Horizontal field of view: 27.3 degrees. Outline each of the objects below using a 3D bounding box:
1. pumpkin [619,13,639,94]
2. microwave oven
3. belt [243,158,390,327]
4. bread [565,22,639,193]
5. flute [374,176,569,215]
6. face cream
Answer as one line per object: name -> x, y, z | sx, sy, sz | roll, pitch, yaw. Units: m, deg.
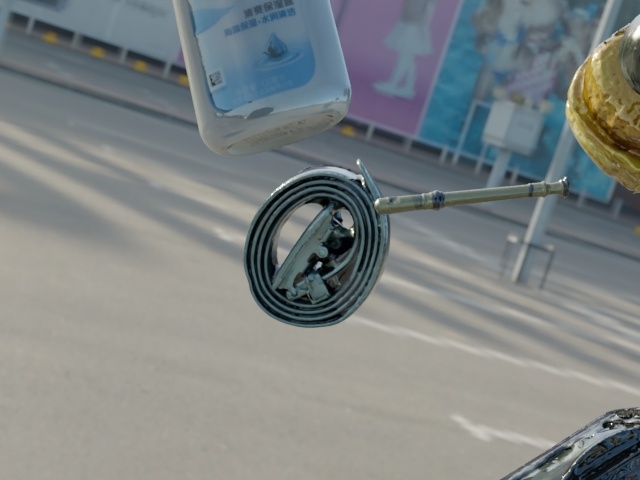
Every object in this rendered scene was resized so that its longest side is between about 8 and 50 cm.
pumpkin -> 0.398, -0.195, 1.367 | 0.167, 0.125, 0.167 | 15, 16, -4
microwave oven -> 0.266, 0.286, 1.287 | 0.247, 0.188, 0.178 | -29, 2, -19
belt -> 0.000, 0.000, 1.942 | 0.206, 0.267, 0.116 | 24, 12, 5
bread -> 0.410, -0.172, 1.549 | 0.198, 0.236, 0.120 | 57, -7, 28
flute -> 0.179, -0.051, 1.560 | 0.233, 0.027, 0.027 | -6, 8, -4
face cream -> -0.075, -0.260, 1.356 | 0.163, 0.336, 0.080 | -16, -17, 13
